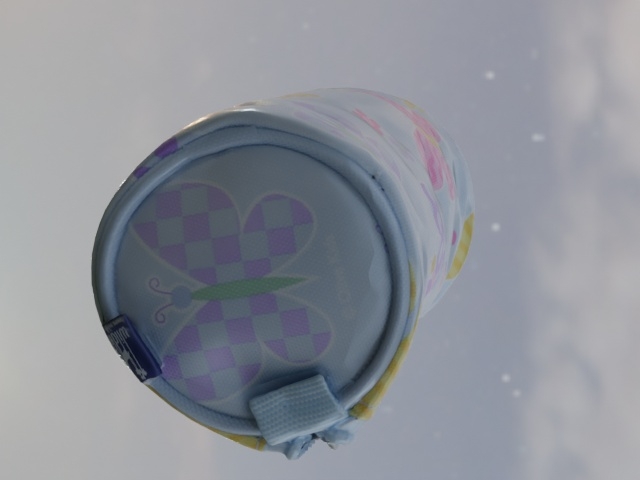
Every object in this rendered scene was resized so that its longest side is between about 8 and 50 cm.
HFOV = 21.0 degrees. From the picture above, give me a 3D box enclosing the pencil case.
[{"bbox_3d":[0.000,0.000,0.703,0.124,0.113,0.273,55,12,-2],"label":"pencil case"}]
